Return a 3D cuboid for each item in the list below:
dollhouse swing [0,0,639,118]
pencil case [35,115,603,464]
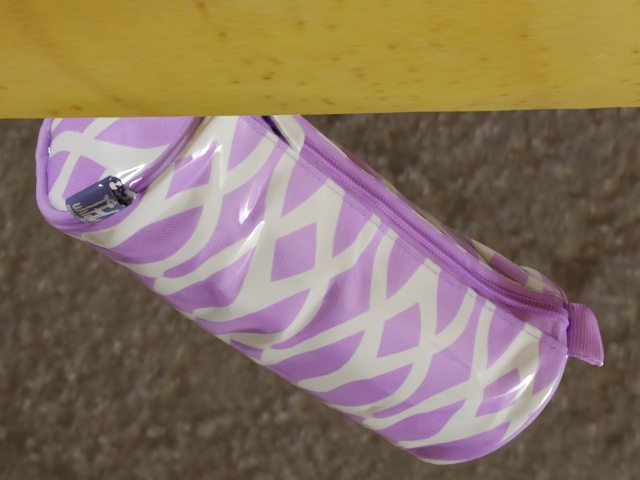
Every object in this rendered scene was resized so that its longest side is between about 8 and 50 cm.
[{"bbox_3d":[-0.038,-0.189,0.415,0.347,0.305,0.315,-1,173,-8],"label":"dollhouse swing"},{"bbox_3d":[0.000,0.000,0.623,0.088,0.086,0.206,-31,135,26],"label":"pencil case"}]
